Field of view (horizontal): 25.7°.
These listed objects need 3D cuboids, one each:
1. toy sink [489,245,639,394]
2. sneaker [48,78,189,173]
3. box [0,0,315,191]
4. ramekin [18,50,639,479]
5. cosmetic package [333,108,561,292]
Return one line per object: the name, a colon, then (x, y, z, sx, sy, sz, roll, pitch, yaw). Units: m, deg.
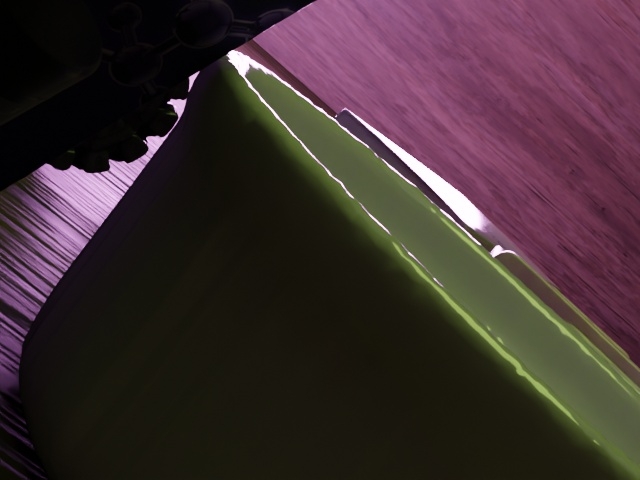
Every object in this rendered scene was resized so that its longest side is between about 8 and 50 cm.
toy sink: (0.126, 0.098, 0.870, 0.153, 0.131, 0.234, 43, 8, 5)
sneaker: (-0.221, -0.172, 0.725, 0.343, 0.134, 0.146, 48, -3, -34)
box: (-0.131, -0.141, 0.387, 0.261, 0.184, 0.103, 53, 6, -46)
ramekin: (0.025, 0.071, 0.508, 0.277, 0.135, 0.277, 42, 7, -6)
cosmetic package: (0.091, 0.009, 1.261, 0.160, 0.113, 0.309, 46, 8, 24)
